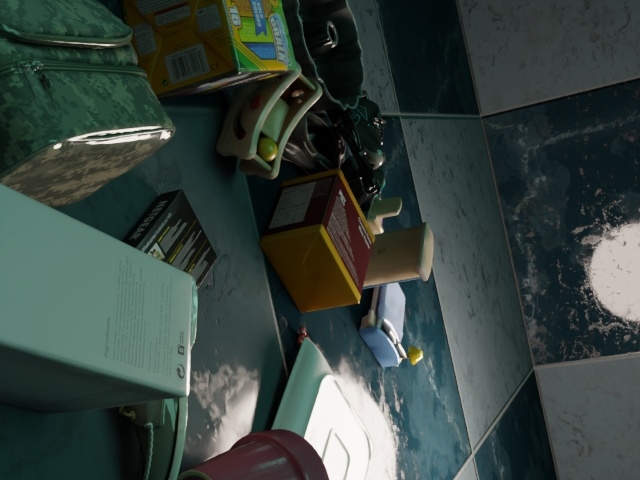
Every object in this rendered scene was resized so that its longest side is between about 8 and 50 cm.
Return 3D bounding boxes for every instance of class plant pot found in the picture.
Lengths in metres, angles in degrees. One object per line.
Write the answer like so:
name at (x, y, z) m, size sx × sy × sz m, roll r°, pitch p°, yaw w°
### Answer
plant pot at (-0.111, 0.381, 1.290) m, size 0.180 × 0.201 × 0.201 m, roll 5°, pitch 75°, yaw -49°

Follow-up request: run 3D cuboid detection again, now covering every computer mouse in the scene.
computer mouse at (0.051, -0.151, 1.838) m, size 0.262 × 0.060 × 0.184 m, roll 115°, pitch -46°, yaw -81°

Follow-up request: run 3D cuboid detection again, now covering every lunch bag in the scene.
lunch bag at (-0.344, -0.180, 1.010) m, size 0.256 × 0.212 × 0.305 m, roll 61°, pitch 24°, yaw 2°

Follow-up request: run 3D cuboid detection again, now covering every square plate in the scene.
square plate at (0.009, 0.415, 1.663) m, size 0.344 × 0.049 × 0.347 m, roll 63°, pitch 32°, yaw -35°

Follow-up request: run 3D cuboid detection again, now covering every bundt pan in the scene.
bundt pan at (-0.028, -0.418, 1.887) m, size 0.331 × 0.124 × 0.331 m, roll 39°, pitch 44°, yaw -54°

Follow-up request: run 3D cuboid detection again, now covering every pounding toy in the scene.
pounding toy at (-0.064, -0.222, 1.623) m, size 0.155 × 0.154 × 0.270 m, roll 39°, pitch 54°, yaw -39°

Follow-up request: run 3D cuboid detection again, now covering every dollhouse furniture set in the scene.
dollhouse furniture set at (0.201, 0.095, 2.069) m, size 0.303 × 0.198 × 0.286 m, roll 59°, pitch 31°, yaw -37°

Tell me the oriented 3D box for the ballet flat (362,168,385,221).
ballet flat at (0.080, -0.104, 2.029) m, size 0.096 × 0.095 × 0.280 m, roll 53°, pitch 33°, yaw -23°

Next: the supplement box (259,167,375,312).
supplement box at (0.000, 0.000, 1.753) m, size 0.191 × 0.129 × 0.194 m, roll 61°, pitch 30°, yaw -33°

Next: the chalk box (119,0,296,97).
chalk box at (-0.165, -0.344, 1.491) m, size 0.289 × 0.180 × 0.179 m, roll -28°, pitch 106°, yaw -66°

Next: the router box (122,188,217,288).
router box at (-0.228, 0.024, 1.346) m, size 0.133 × 0.046 × 0.179 m, roll 66°, pitch 27°, yaw -25°

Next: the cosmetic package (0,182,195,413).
cosmetic package at (-0.323, 0.068, 0.921) m, size 0.385 × 0.217 × 0.156 m, roll 39°, pitch 45°, yaw -58°

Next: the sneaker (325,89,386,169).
sneaker at (0.092, -0.250, 1.932) m, size 0.101 × 0.106 × 0.267 m, roll 63°, pitch -1°, yaw -40°

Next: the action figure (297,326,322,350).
action figure at (-0.019, 0.217, 1.741) m, size 0.038 × 0.030 × 0.115 m, roll -51°, pitch 124°, yaw -54°

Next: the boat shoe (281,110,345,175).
boat shoe at (-0.003, -0.198, 1.876) m, size 0.335 × 0.095 × 0.112 m, roll 10°, pitch 70°, yaw -64°

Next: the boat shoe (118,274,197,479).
boat shoe at (-0.228, 0.195, 1.217) m, size 0.091 × 0.109 × 0.305 m, roll 7°, pitch 82°, yaw -22°
